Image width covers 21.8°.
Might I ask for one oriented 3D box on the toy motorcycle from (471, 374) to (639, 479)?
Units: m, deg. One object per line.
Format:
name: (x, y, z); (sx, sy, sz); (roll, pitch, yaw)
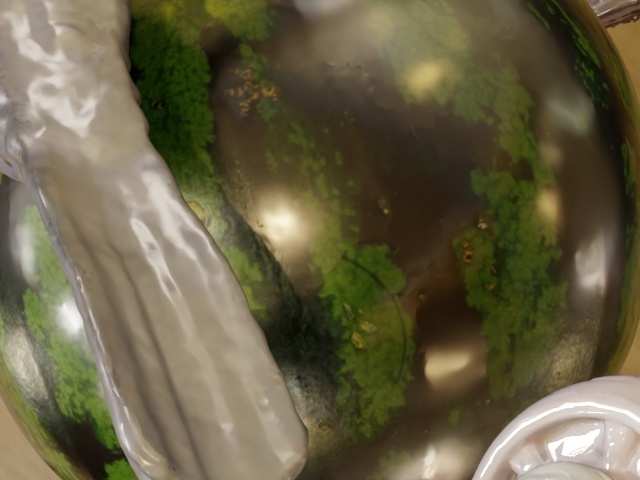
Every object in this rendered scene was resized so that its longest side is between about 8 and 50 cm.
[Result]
toy motorcycle: (0.007, 0.125, 0.388); (0.254, 0.112, 0.112); (-37, 107, 29)

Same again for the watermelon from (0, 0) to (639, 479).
watermelon: (0.000, -0.005, 0.631); (0.269, 0.269, 0.269); (-1, 94, -16)

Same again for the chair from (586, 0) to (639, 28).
chair: (0.036, -0.022, 0.979); (0.175, 0.326, 0.183); (-13, 90, -48)

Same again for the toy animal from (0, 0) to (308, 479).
toy animal: (-0.090, -0.089, 0.486); (0.081, 0.367, 0.206); (-3, 110, -29)
